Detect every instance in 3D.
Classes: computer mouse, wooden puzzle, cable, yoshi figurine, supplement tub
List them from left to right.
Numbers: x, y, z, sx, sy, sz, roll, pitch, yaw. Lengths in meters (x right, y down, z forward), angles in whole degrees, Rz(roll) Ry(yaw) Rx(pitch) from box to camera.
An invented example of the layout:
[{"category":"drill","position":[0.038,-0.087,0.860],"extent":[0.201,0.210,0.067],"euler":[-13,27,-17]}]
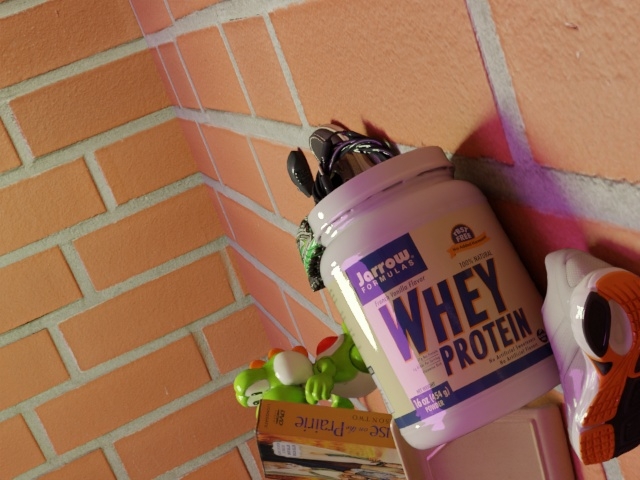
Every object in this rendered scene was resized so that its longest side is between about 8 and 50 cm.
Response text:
[{"category":"computer mouse","position":[-0.029,-0.089,1.887],"extent":[0.071,0.041,0.242],"euler":[37,150,63]},{"category":"yoshi figurine","position":[0.024,0.287,1.598],"extent":[0.203,0.362,0.203],"euler":[-120,18,-76]},{"category":"cable","position":[0.055,-0.094,1.353],"extent":[0.184,0.150,0.047],"euler":[30,-173,40]},{"category":"supplement tub","position":[0.143,0.070,1.066],"extent":[0.324,0.235,0.235],"euler":[62,167,11]},{"category":"wooden puzzle","position":[0.241,0.325,1.230],"extent":[0.044,0.239,0.221],"euler":[-65,-38,-57]}]

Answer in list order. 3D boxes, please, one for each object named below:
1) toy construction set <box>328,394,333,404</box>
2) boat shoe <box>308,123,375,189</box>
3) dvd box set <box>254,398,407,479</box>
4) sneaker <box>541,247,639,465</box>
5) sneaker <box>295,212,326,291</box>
[{"category":"toy construction set","position":[0.083,0.544,2.278],"extent":[0.237,0.257,0.308],"euler":[61,-166,-45]},{"category":"boat shoe","position":[0.039,-0.108,1.465],"extent":[0.285,0.092,0.103],"euler":[53,161,42]},{"category":"dvd box set","position":[0.108,0.364,1.420],"extent":[0.307,0.420,0.062],"euler":[92,-175,-61]},{"category":"sneaker","position":[0.295,0.122,0.919],"extent":[0.121,0.099,0.262],"euler":[-122,21,-60]},{"category":"sneaker","position":[0.000,0.000,1.728],"extent":[0.146,0.134,0.343],"euler":[63,167,12]}]
